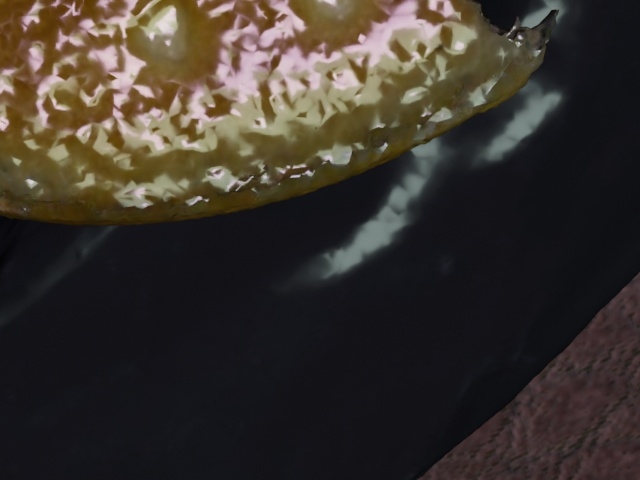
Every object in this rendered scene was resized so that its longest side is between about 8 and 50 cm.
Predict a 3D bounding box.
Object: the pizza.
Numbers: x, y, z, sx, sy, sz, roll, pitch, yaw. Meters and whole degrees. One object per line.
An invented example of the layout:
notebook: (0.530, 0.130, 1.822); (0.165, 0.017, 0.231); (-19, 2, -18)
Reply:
pizza: (-0.078, -0.104, 0.525); (0.292, 0.058, 0.197); (7, 95, -3)

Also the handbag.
handbag: (0.002, -0.002, 0.632); (0.332, 0.075, 0.192); (-46, 122, 12)
